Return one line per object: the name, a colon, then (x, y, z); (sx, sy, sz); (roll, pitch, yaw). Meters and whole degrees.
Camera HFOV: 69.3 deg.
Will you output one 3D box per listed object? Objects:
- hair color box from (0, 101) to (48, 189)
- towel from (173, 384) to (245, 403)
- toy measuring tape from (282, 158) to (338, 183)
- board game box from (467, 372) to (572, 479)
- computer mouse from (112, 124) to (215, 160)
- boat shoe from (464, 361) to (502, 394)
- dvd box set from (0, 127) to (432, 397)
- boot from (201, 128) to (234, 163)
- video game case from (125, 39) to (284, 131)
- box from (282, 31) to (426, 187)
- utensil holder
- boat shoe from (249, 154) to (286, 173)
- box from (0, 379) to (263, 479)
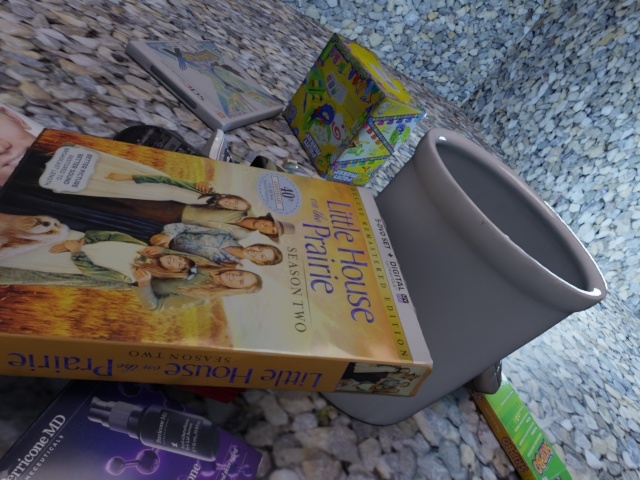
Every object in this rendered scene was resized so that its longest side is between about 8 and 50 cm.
hair color box: (-0.387, -0.063, 0.592); (0.347, 0.105, 0.173); (29, 33, -17)
towel: (-0.169, 0.047, 0.556); (0.199, 0.031, 0.274); (26, 32, -20)
toy measuring tape: (0.008, -0.083, 1.075); (0.122, 0.121, 0.330); (0, 27, -47)
board game box: (0.396, 0.378, 0.943); (0.124, 0.039, 0.259); (6, 42, -41)
computer mouse: (-0.235, -0.090, 0.799); (0.272, 0.072, 0.188); (35, 65, -2)
boat shoe: (0.313, 0.214, 0.978); (0.355, 0.130, 0.132); (-22, 108, -66)
dvd box set: (-0.116, 0.013, 0.505); (0.421, 0.062, 0.307); (9, 39, -16)
boot: (-0.199, -0.145, 0.942); (0.086, 0.069, 0.189); (30, 40, -29)
video game case: (-0.281, -0.415, 1.209); (0.300, 0.036, 0.329); (42, 31, 2)
box: (0.080, -0.353, 1.285); (0.177, 0.279, 0.289); (5, 47, -44)
utensil holder: (0.174, 0.072, 0.753); (0.328, 0.385, 0.327); (27, 34, -20)
boat shoe: (-0.072, -0.042, 0.889); (0.120, 0.122, 0.323); (24, 35, -33)
box: (-0.184, 0.234, 0.434); (0.207, 0.108, 0.153); (36, 32, -9)
